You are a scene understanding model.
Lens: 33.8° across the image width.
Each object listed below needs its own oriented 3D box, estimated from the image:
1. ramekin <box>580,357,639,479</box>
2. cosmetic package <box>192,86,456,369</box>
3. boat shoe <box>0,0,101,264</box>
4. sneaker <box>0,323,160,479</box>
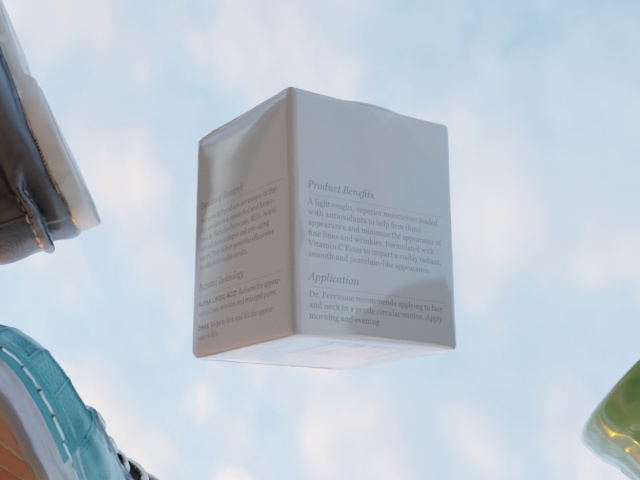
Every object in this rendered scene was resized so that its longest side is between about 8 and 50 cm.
[{"bbox_3d":[0.349,0.102,0.747,0.148,0.303,0.303,51,-58,24],"label":"ramekin"},{"bbox_3d":[0.000,0.000,0.825,0.151,0.151,0.184,-20,-115,53],"label":"cosmetic package"},{"bbox_3d":[-0.241,-0.106,0.703,0.335,0.095,0.112,55,-15,43],"label":"boat shoe"},{"bbox_3d":[-0.118,0.143,0.503,0.108,0.121,0.302,8,-53,18],"label":"sneaker"}]
